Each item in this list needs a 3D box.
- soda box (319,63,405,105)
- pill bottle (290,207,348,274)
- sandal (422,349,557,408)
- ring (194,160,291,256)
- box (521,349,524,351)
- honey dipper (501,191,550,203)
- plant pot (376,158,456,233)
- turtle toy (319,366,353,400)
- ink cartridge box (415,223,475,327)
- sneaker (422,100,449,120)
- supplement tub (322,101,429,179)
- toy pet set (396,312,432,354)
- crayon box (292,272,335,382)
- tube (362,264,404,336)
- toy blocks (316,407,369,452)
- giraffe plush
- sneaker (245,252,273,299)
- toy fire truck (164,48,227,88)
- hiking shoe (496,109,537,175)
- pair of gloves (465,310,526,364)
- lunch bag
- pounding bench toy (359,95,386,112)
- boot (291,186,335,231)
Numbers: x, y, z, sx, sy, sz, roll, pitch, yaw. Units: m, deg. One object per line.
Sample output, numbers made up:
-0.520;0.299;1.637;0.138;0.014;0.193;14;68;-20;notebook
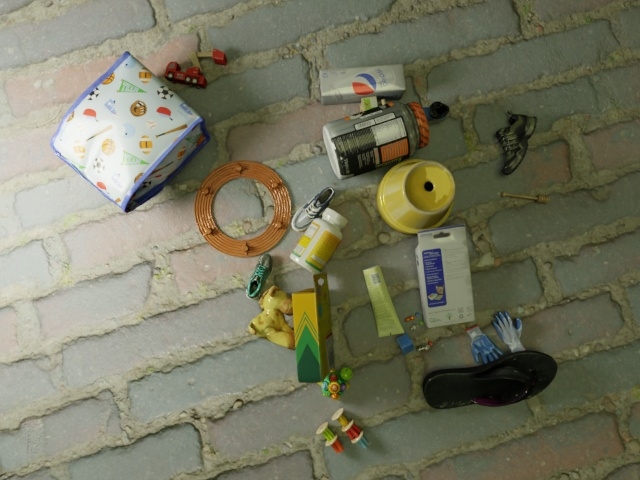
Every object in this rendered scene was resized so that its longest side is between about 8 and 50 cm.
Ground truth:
0.140;-0.530;1.460;0.286;0.098;0.091;-4;87;-2;soda box
0.000;0.000;1.421;0.117;0.117;0.208;33;87;1;pill bottle
0.564;0.481;1.394;0.445;0.107;0.168;-13;102;1;sandal
-0.269;-0.111;1.466;0.336;0.032;0.337;0;87;-2;ring
0.706;0.421;1.457;0.083;0.018;0.067;34;87;1;box
0.710;-0.152;1.484;0.160;0.030;0.031;9;87;3;honey dipper
0.321;-0.151;1.373;0.253;0.239;0.254;0;86;-1;plant pot
0.055;0.472;1.422;0.095;0.066;0.130;44;87;1;turtle toy
0.412;0.115;1.422;0.165;0.065;0.333;-7;98;-1;ink cartridge box
0.364;-0.439;1.464;0.152;0.084;0.058;-2;87;-1;sneaker
0.180;-0.333;1.402;0.315;0.193;0.194;-18;87;-2;supplement tub
0.312;0.323;1.434;0.114;0.065;0.122;-26;87;-2;toy pet set
-0.021;0.266;1.361;0.081;0.202;0.319;-5;86;12;crayon box
0.205;0.206;1.445;0.062;0.070;0.240;-16;88;-23;tube
0.078;0.655;1.420;0.123;0.054;0.148;-41;89;-3;toy blocks
-0.144;0.241;1.388;0.210;0.181;0.171;26;75;-16;giraffe plush
-0.204;0.122;1.432;0.064;0.076;0.167;19;87;-1;sneaker
-0.433;-0.602;1.480;0.191;0.047;0.135;12;87;1;toy fire truck
0.654;-0.334;1.474;0.114;0.086;0.227;22;81;14;hiking shoe
0.601;0.335;1.450;0.198;0.023;0.159;-28;86;5;pair of gloves
-0.608;-0.326;1.373;0.327;0.239;0.385;40;80;-1;lunch bag
0.181;-0.459;1.472;0.083;0.065;0.052;-9;86;-1;pounding bench toy
-0.027;-0.109;1.441;0.069;0.086;0.190;43;87;1;boot
